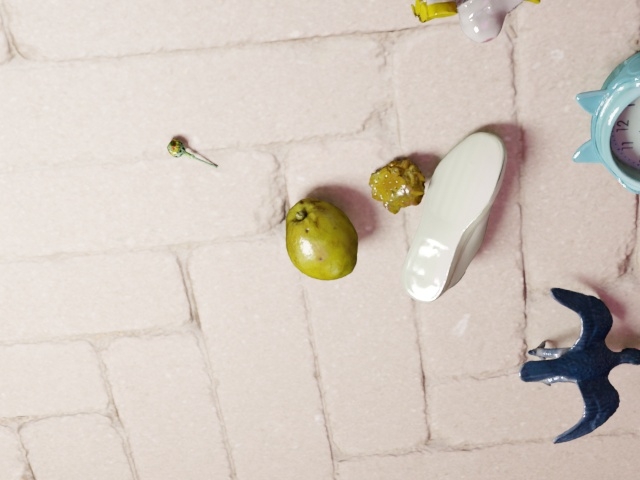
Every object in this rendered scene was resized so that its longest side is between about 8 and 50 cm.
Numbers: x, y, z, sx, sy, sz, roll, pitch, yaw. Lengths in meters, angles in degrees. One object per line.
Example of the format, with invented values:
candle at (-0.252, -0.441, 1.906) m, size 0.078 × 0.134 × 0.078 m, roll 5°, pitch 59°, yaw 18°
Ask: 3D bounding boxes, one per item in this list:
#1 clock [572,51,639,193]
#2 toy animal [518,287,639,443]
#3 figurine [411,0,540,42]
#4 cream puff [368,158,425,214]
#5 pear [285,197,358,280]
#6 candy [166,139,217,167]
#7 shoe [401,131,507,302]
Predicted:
clock at (0.477, -0.169, 2.051) m, size 0.274 × 0.094 × 0.223 m, roll -1°, pitch 130°, yaw 2°
toy animal at (0.405, 0.181, 2.317) m, size 0.176 × 0.255 × 0.239 m, roll -6°, pitch 94°, yaw 35°
figurine at (0.201, -0.319, 1.921) m, size 0.178 × 0.109 × 0.130 m, roll 18°, pitch 106°, yaw -20°
cream puff at (0.114, -0.078, 2.147) m, size 0.058 × 0.083 × 0.083 m, roll -11°, pitch 132°, yaw -49°
pear at (0.000, 0.000, 2.173) m, size 0.107 × 0.107 × 0.131 m, roll -30°, pitch 128°, yaw 22°
candy at (-0.179, -0.119, 2.129) m, size 0.083 × 0.025 × 0.023 m, roll 21°, pitch 95°, yaw -33°
shoe at (0.200, -0.037, 2.171) m, size 0.095 × 0.110 × 0.265 m, roll 32°, pitch 109°, yaw 21°
